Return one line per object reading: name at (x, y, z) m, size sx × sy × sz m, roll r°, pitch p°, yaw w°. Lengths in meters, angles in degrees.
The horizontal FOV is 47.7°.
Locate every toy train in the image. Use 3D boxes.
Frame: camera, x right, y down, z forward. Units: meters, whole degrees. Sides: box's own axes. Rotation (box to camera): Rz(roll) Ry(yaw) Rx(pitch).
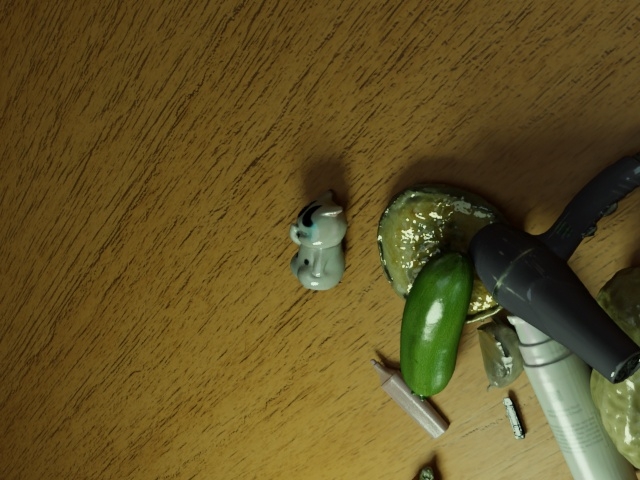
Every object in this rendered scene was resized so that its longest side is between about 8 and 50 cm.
toy train at (0.351, 0.319, 1.310) m, size 0.017 × 0.017 × 0.083 m, roll -15°, pitch 98°, yaw 35°

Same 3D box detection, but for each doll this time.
doll at (-0.003, 0.007, 1.382) m, size 0.110 × 0.107 × 0.180 m, roll -132°, pitch 38°, yaw -57°

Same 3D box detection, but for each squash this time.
squash at (0.191, 0.163, 1.251) m, size 0.107 × 0.107 × 0.395 m, roll 28°, pitch 143°, yaw 23°

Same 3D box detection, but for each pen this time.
pen at (0.169, 0.305, 1.421) m, size 0.197 × 0.032 × 0.053 m, roll 46°, pitch 127°, yaw 9°

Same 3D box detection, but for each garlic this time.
garlic at (0.322, 0.202, 1.263) m, size 0.084 × 0.066 × 0.152 m, roll 13°, pitch 125°, yaw 56°

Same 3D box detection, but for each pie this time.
pie at (0.219, 0.022, 1.270) m, size 0.274 × 0.055 × 0.274 m, roll 13°, pitch 113°, yaw 31°

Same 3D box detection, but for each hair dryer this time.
hair dryer at (0.413, -0.008, 1.043) m, size 0.361 × 0.121 × 0.301 m, roll -52°, pitch 49°, yaw 11°

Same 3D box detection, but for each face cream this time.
face cream at (0.414, 0.264, 1.196) m, size 0.102 × 0.102 × 0.345 m, roll -21°, pitch 94°, yaw 37°

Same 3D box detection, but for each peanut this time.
peanut at (0.486, 0.191, 1.096) m, size 0.152 × 0.152 × 0.313 m, roll 0°, pitch 107°, yaw 34°

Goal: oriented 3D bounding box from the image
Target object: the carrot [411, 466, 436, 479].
carrot at (0.196, 0.594, 1.486) m, size 0.069 × 0.069 × 0.336 m, roll 20°, pitch 120°, yaw 27°
